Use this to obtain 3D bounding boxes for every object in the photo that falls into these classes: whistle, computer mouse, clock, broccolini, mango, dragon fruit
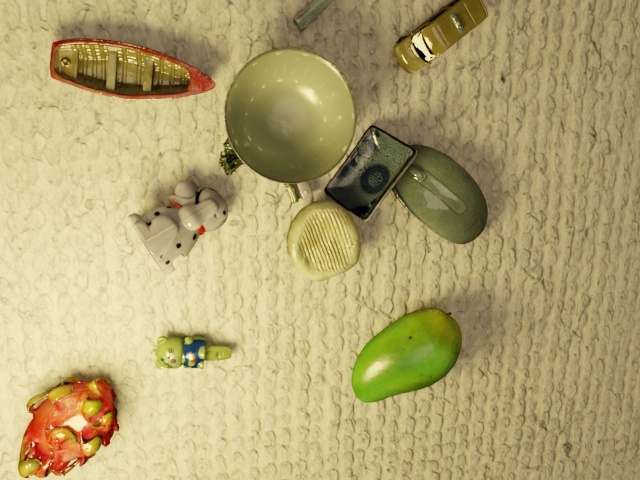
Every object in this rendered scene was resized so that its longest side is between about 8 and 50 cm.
[{"bbox_3d":[-0.369,0.324,1.517,0.227,0.085,0.105,5,111,-14],"label":"whistle"},{"bbox_3d":[0.361,-0.130,1.563,0.373,0.114,0.203,36,94,-17],"label":"computer mouse"},{"bbox_3d":[-0.358,-0.053,1.400,0.254,0.189,0.189,-39,108,-15],"label":"clock"},{"bbox_3d":[-0.171,-0.181,1.466,0.123,0.062,0.271,-43,111,9],"label":"broccolini"},{"bbox_3d":[0.261,0.359,1.609,0.381,0.201,0.225,-37,118,0],"label":"mango"},{"bbox_3d":[-0.671,0.512,1.420,0.242,0.227,0.308,10,103,-10],"label":"dragon fruit"}]

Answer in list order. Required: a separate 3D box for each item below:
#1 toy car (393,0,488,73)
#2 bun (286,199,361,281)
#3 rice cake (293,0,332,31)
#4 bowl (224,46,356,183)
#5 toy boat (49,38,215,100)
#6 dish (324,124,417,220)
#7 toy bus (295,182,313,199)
[{"bbox_3d":[0.328,-0.569,1.448,0.256,0.124,0.101,-39,107,-3],"label":"toy car"},{"bbox_3d":[0.000,0.000,1.500,0.230,0.133,0.231,-2,98,-16],"label":"bun"},{"bbox_3d":[0.011,-0.642,1.406,0.211,0.034,0.043,-44,111,0],"label":"rice cake"},{"bbox_3d":[-0.086,-0.316,1.388,0.336,0.157,0.338,-1,96,-11],"label":"bowl"},{"bbox_3d":[-0.462,-0.418,1.327,0.391,0.079,0.136,6,99,-13],"label":"toy boat"},{"bbox_3d":[0.150,-0.182,1.504,0.243,0.182,0.080,-54,146,4],"label":"dish"},{"bbox_3d":[-0.059,-0.180,1.488,0.036,0.052,0.131,-21,106,-5],"label":"toy bus"}]
